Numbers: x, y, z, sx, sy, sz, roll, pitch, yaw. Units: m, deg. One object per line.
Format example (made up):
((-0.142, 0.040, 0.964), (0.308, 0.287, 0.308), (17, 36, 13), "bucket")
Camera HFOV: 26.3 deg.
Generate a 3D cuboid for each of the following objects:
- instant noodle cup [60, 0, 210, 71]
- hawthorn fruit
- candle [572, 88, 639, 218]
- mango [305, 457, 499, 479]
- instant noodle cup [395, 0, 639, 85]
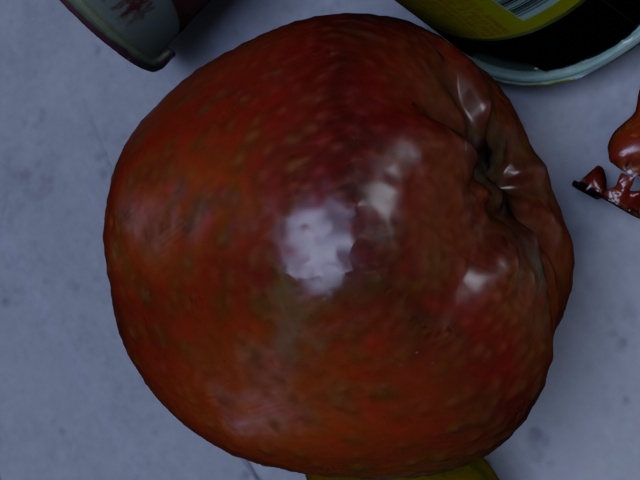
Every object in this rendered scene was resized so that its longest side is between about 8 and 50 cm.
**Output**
((-0.119, -0.255, 0.906), (0.178, 0.235, 0.235), (-38, 74, 7), "instant noodle cup")
((0.000, 0.000, 0.809), (0.299, 0.275, 0.275), (3, 89, 31), "hawthorn fruit")
((0.260, -0.160, 0.823), (0.051, 0.048, 0.329), (26, 101, -19), "candle")
((0.054, 0.163, 0.875), (0.111, 0.089, 0.163), (-44, 66, 20), "mango")
((0.089, -0.210, 0.784), (0.215, 0.236, 0.216), (-3, 84, 32), "instant noodle cup")
